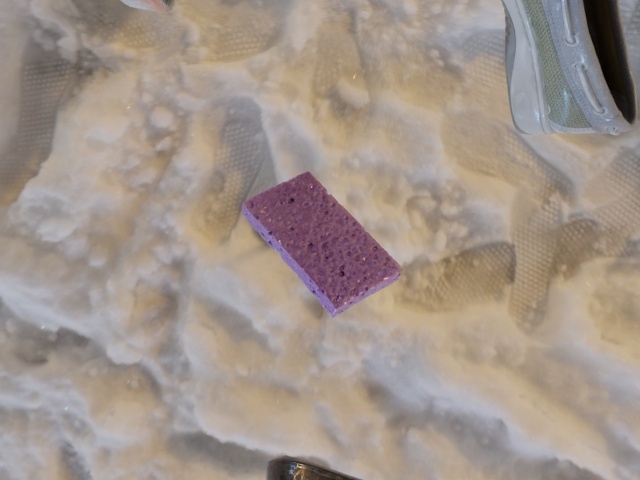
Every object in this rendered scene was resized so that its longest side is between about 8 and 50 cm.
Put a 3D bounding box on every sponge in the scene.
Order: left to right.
[{"bbox_3d":[0.000,0.000,0.972,0.210,0.117,0.031,48,149,24],"label":"sponge"}]

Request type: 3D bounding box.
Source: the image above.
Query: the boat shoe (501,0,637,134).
[{"bbox_3d":[0.194,-0.200,0.538,0.103,0.118,0.320,11,147,26],"label":"boat shoe"}]

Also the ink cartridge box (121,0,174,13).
[{"bbox_3d":[-0.301,-0.362,0.945,0.179,0.145,0.045,11,83,16],"label":"ink cartridge box"}]

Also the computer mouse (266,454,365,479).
[{"bbox_3d":[0.043,0.294,0.742,0.272,0.072,0.188,2,143,38],"label":"computer mouse"}]
